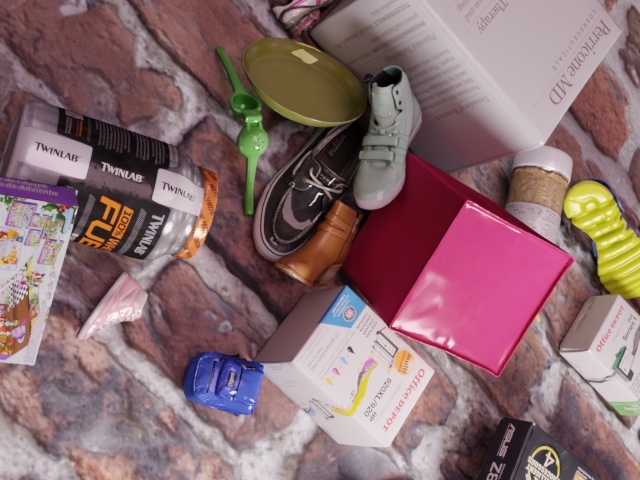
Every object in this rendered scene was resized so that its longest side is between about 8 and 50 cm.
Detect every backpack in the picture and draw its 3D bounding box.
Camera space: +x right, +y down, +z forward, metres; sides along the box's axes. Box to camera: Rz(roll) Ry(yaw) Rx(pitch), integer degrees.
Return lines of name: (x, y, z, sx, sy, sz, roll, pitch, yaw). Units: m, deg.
backpack: (-0.161, 0.232, 1.523, 0.120, 0.101, 0.098, 20, 67, -20)

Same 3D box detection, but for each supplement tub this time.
supplement tub: (-0.334, -0.083, 1.427, 0.316, 0.193, 0.194, 16, 75, -24)

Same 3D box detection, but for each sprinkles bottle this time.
sprinkles bottle: (0.420, -0.013, 1.849, 0.121, 0.121, 0.356, 23, 72, -23)

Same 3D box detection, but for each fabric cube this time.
fabric cube: (0.233, 0.040, 1.609, 0.259, 0.258, 0.254, 26, 101, -26)

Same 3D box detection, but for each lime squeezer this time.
lime squeezer: (-0.129, -0.205, 1.596, 0.058, 0.110, 0.311, -10, 86, -10)

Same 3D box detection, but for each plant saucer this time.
plant saucer: (-0.033, -0.279, 1.646, 0.240, 0.037, 0.241, 18, 40, -16)

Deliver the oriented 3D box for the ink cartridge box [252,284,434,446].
ink cartridge box: (0.041, 0.221, 1.589, 0.232, 0.168, 0.171, 44, 65, -16)

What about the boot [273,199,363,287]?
boot: (0.000, 0.000, 1.590, 0.073, 0.197, 0.152, 32, 99, 18)

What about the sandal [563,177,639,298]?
sandal: (0.627, -0.017, 1.965, 0.317, 0.126, 0.138, 60, 22, -20)

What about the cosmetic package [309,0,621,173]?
cosmetic package: (0.268, -0.390, 1.712, 0.394, 0.327, 0.329, 45, 65, -16)

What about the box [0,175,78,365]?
box: (-0.483, 0.043, 1.309, 0.200, 0.057, 0.293, 10, 119, -26)

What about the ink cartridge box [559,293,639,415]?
ink cartridge box: (0.635, 0.242, 1.938, 0.219, 0.092, 0.160, 43, 65, -16)

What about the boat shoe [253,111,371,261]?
boat shoe: (-0.009, -0.113, 1.642, 0.121, 0.119, 0.335, 37, 68, -18)

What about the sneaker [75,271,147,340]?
sneaker: (-0.331, 0.120, 1.477, 0.070, 0.051, 0.134, 40, 62, -11)

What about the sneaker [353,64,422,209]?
sneaker: (0.099, -0.186, 1.583, 0.151, 0.094, 0.256, 61, 41, -47)

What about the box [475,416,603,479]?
box: (0.435, 0.575, 1.754, 0.395, 0.097, 0.318, 41, 67, -27)

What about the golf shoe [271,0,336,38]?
golf shoe: (-0.013, -0.468, 1.723, 0.086, 0.067, 0.186, 47, 65, -12)
